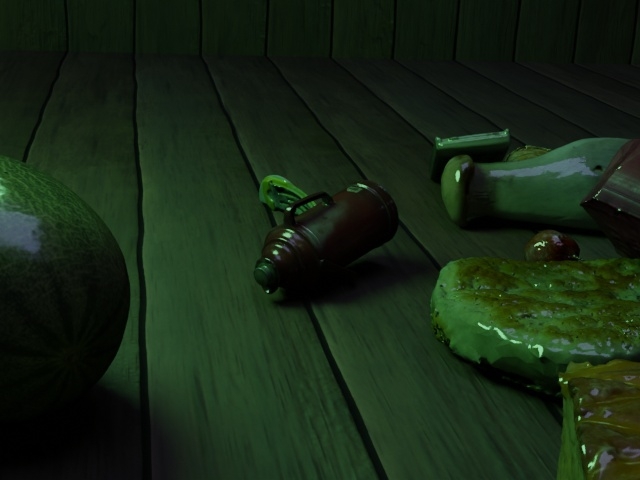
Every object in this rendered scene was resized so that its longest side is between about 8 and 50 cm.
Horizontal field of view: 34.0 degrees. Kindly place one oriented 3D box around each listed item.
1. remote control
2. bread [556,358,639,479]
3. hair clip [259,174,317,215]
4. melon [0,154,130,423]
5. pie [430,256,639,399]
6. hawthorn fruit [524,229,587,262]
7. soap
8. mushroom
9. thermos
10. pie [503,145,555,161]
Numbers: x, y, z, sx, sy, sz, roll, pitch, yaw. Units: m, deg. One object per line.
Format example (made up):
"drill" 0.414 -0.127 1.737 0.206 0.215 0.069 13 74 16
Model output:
"remote control" 0.243 -0.138 1.730 0.123 0.038 0.285 -6 -5 2
"bread" 0.265 0.209 0.588 0.278 0.207 0.279 3 19 4
"hair clip" -0.039 -0.058 1.595 0.033 0.060 0.188 -27 35 -25
"melon" -0.306 0.043 0.955 0.237 0.238 0.301 -14 28 -42
"pie" 0.270 0.083 1.182 0.296 0.078 0.371 9 18 16
"hawthorn fruit" 0.319 0.019 1.383 0.066 0.067 0.103 -9 5 -31
"soap" 0.456 -0.020 1.306 0.127 0.220 0.325 -45 30 0
"mushroom" 0.347 -0.087 1.621 0.328 0.122 0.159 -1 39 -3
"thermos" -0.003 -0.001 1.330 0.098 0.124 0.232 13 28 36
"pie" 0.372 -0.105 1.788 0.128 0.068 0.282 4 22 5
